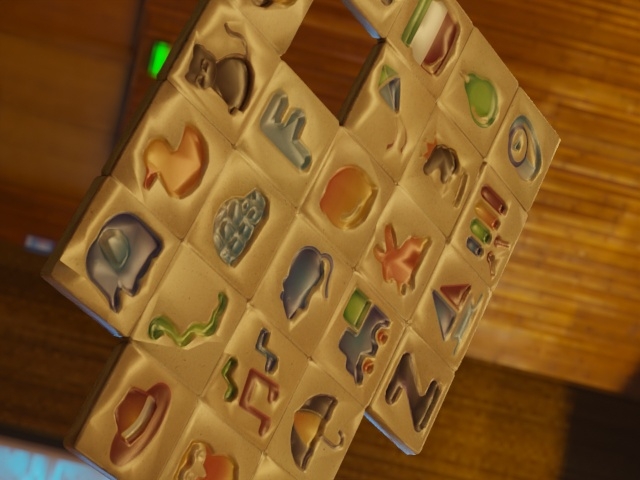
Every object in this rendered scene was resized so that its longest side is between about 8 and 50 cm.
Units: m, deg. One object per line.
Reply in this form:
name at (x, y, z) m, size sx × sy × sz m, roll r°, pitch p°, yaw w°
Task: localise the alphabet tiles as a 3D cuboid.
alphabet tiles at (0.000, 0.000, 0.582) m, size 0.009 × 0.198 × 0.237 m, roll 6°, pitch -119°, yaw 43°
